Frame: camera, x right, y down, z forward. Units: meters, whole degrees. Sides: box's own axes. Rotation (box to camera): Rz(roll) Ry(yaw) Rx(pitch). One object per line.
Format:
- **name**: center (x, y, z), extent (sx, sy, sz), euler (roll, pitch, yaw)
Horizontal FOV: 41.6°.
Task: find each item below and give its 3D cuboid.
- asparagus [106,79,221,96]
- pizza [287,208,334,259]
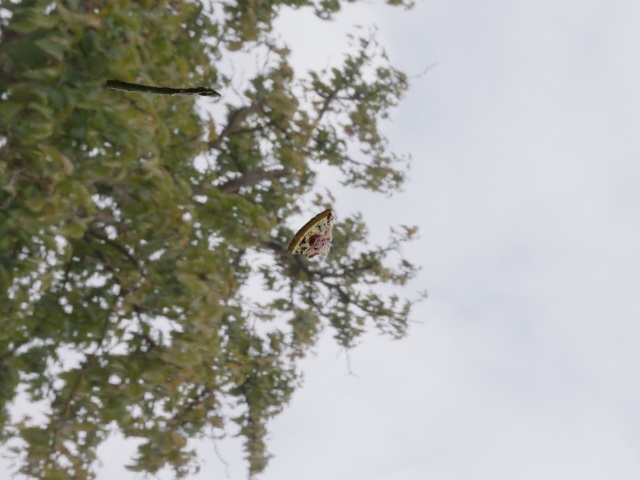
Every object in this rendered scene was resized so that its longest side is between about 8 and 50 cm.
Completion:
- **asparagus**: center (-0.215, -0.208, 1.156), extent (0.162, 0.016, 0.016), euler (6, -142, 8)
- **pizza**: center (0.000, 0.000, 1.177), extent (0.083, 0.078, 0.025), euler (-47, -134, 0)
